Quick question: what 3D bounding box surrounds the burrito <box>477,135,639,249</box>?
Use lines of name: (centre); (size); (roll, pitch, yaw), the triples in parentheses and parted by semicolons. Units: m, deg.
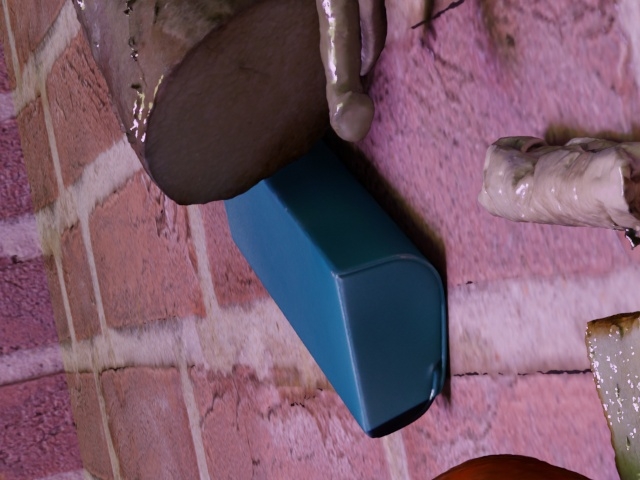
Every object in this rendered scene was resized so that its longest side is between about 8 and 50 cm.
burrito: (0.107, -0.027, 0.837); (0.041, 0.045, 0.185); (46, 170, -14)

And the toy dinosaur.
toy dinosaur: (0.039, -0.184, 0.943); (0.162, 0.077, 0.294); (-112, 32, -51)

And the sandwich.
sandwich: (0.146, 0.075, 0.782); (0.093, 0.036, 0.104); (162, 96, -75)

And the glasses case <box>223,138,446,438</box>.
glasses case: (0.001, 0.001, 1.242); (0.301, 0.070, 0.117); (-130, 26, -59)

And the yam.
yam: (-0.079, -0.160, 1.223); (0.304, 0.168, 0.168); (-117, 22, -45)

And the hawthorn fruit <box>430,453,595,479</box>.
hawthorn fruit: (0.067, 0.196, 0.838); (0.179, 0.200, 0.179); (58, -179, -1)
